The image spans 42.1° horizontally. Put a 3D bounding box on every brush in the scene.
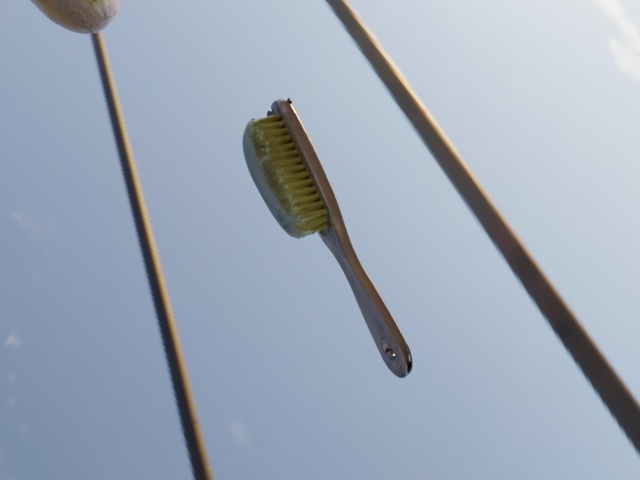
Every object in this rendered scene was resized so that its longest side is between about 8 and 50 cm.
[{"bbox_3d":[-0.002,0.001,0.825,0.067,0.072,0.312,-22,-106,-16],"label":"brush"}]

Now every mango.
[{"bbox_3d":[-0.384,-0.403,1.127,0.177,0.120,0.295,37,170,41],"label":"mango"}]
